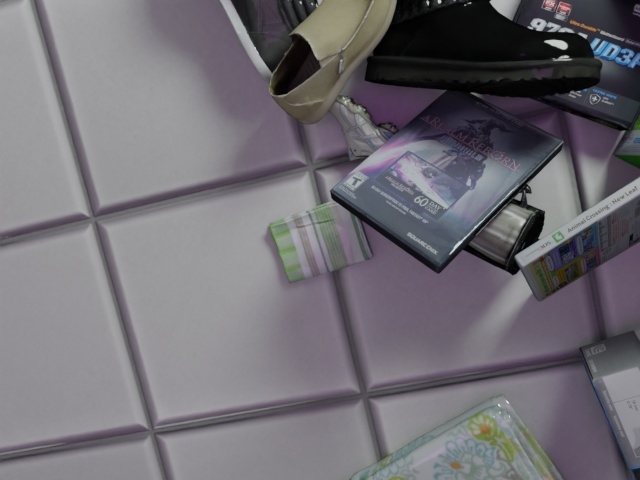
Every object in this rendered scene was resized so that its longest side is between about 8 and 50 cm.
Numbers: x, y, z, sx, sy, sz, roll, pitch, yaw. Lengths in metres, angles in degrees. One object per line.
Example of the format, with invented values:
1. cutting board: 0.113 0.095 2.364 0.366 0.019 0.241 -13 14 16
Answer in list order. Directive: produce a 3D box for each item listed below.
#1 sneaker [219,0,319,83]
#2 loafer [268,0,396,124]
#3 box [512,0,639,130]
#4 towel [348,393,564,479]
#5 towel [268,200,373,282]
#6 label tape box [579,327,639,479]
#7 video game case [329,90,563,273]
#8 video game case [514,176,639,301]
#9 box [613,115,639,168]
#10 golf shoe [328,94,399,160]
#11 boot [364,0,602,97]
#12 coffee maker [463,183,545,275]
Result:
1. sneaker: -0.094 -0.406 0.938 0.146 0.104 0.296 -28 99 10
2. loafer: 0.014 -0.287 0.873 0.102 0.092 0.269 47 119 33
3. box: 0.384 -0.280 0.906 0.220 0.051 0.175 22 101 5
4. towel: 0.236 0.473 1.023 0.374 0.090 0.321 -34 89 12
5. towel: 0.000 0.000 1.019 0.152 0.023 0.113 -18 94 11
6. label tape box: 0.590 0.225 0.893 0.333 0.106 0.241 -24 101 18
7. video game case: 0.177 -0.099 0.867 0.274 0.026 0.196 -42 59 -18
8. video game case: 0.379 0.007 0.878 0.193 0.212 0.023 -34 61 11
9. box: 0.527 -0.186 0.792 0.126 0.262 0.231 28 100 3
10. golf shoe: 0.056 -0.169 0.966 0.176 0.069 0.086 34 108 4
11. boot: 0.216 -0.339 0.842 0.347 0.131 0.260 12 101 28
12. coffee maker: 0.231 -0.026 0.927 0.178 0.171 0.120 29 76 24
